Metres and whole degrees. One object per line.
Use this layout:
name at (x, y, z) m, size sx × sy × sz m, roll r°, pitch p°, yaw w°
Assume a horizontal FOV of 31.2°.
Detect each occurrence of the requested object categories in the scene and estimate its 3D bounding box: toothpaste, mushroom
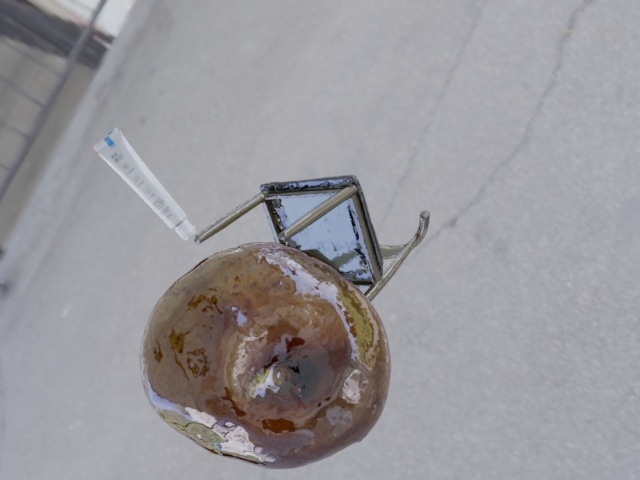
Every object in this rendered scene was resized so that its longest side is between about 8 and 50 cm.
toothpaste at (-0.250, -0.077, 1.658) m, size 0.048 × 0.190 × 0.031 m, roll -40°, pitch 12°, yaw 3°
mushroom at (-0.072, 0.125, 1.311) m, size 0.267 × 0.267 × 0.254 m, roll -60°, pitch 33°, yaw -2°

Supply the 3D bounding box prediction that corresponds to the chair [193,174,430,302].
chair at (0.000, 0.000, 1.482) m, size 0.188 × 0.166 × 0.272 m, roll -3°, pitch 24°, yaw 42°
